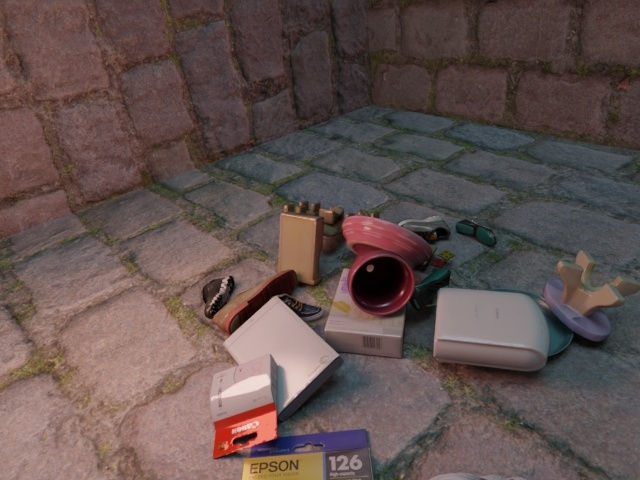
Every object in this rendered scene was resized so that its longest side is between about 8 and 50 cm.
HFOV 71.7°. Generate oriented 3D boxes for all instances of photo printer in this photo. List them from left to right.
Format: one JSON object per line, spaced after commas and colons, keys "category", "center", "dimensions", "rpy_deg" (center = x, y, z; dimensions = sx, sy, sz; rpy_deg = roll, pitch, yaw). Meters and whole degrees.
{"category": "photo printer", "center": [0.490, 0.250, 1.282], "dimensions": [0.308, 0.107, 0.256], "rpy_deg": [4, 33, 16]}

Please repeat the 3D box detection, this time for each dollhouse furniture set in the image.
{"category": "dollhouse furniture set", "center": [0.000, 0.000, 1.829], "dimensions": [0.363, 0.256, 0.394], "rpy_deg": [11, 15, 25]}

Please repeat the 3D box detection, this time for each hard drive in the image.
{"category": "hard drive", "center": [-0.124, 0.335, 1.333], "dimensions": [0.233, 0.047, 0.353], "rpy_deg": [-42, 42, -13]}

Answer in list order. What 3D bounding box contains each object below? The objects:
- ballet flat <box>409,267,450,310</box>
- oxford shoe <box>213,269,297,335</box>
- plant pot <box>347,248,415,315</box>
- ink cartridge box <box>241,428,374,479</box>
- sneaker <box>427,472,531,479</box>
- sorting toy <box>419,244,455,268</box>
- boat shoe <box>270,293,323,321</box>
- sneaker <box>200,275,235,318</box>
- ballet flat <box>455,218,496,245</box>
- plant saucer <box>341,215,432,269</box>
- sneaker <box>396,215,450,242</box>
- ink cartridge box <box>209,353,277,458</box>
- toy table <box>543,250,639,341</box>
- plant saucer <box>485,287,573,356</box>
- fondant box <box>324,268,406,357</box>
{"category": "ballet flat", "center": [0.374, 0.172, 1.510], "dimensions": [0.095, 0.096, 0.281], "rpy_deg": [-21, -3, 42]}
{"category": "oxford shoe", "center": [-0.230, 0.197, 1.578], "dimensions": [0.130, 0.122, 0.348], "rpy_deg": [15, 36, 40]}
{"category": "plant pot", "center": [0.178, 0.111, 1.407], "dimensions": [0.202, 0.201, 0.180], "rpy_deg": [-8, 17, -3]}
{"category": "ink cartridge box", "center": [-0.029, 0.558, 1.002], "dimensions": [0.304, 0.072, 0.307], "rpy_deg": [-6, 33, 1]}
{"category": "sneaker", "center": [0.330, 0.563, 0.888], "dimensions": [0.269, 0.101, 0.153], "rpy_deg": [-1, 29, 4]}
{"category": "sorting toy", "center": [0.383, 0.062, 1.749], "dimensions": [0.275, 0.046, 0.132], "rpy_deg": [13, 36, 30]}
{"category": "boat shoe", "center": [-0.084, 0.230, 1.528], "dimensions": [0.184, 0.083, 0.065], "rpy_deg": [-3, 32, 5]}
{"category": "sneaker", "center": [-0.397, 0.211, 1.631], "dimensions": [0.106, 0.078, 0.234], "rpy_deg": [-4, 28, 10]}
{"category": "ballet flat", "center": [0.660, -0.041, 1.845], "dimensions": [0.074, 0.074, 0.203], "rpy_deg": [-25, 33, -27]}
{"category": "plant saucer", "center": [0.224, 0.022, 1.572], "dimensions": [0.333, 0.332, 0.084], "rpy_deg": [14, 74, 30]}
{"category": "sneaker", "center": [0.416, -0.033, 1.852], "dimensions": [0.272, 0.100, 0.108], "rpy_deg": [-13, 37, -11]}
{"category": "ink cartridge box", "center": [-0.208, 0.434, 1.187], "dimensions": [0.189, 0.066, 0.232], "rpy_deg": [-22, 30, 10]}
{"category": "toy table", "center": [0.812, 0.158, 1.356], "dimensions": [0.253, 0.160, 0.274], "rpy_deg": [9, 31, -12]}
{"category": "plant saucer", "center": [0.607, 0.262, 1.385], "dimensions": [0.318, 0.043, 0.317], "rpy_deg": [-5, 32, 3]}
{"category": "fondant box", "center": [0.164, 0.228, 1.474], "dimensions": [0.239, 0.096, 0.330], "rpy_deg": [2, 31, 14]}
